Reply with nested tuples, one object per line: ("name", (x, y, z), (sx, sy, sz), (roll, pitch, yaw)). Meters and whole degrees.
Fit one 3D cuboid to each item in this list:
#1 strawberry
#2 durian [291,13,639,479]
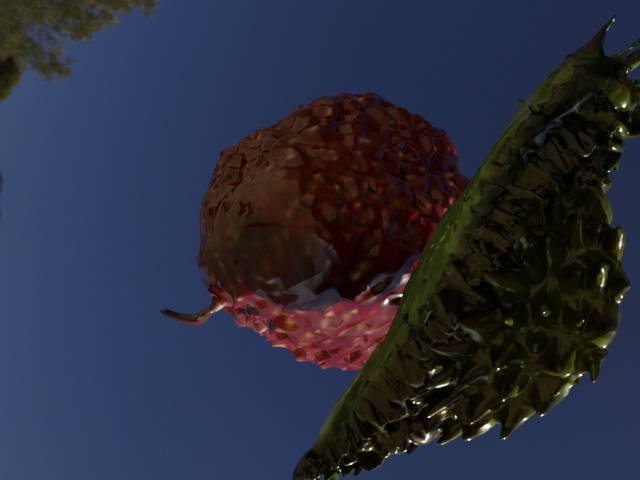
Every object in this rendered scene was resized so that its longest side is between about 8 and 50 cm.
("strawberry", (-0.001, 0.002, 0.617), (0.292, 0.343, 0.292), (2, -86, 33))
("durian", (0.107, 0.030, 0.401), (0.107, 0.132, 0.375), (32, -70, -2))
